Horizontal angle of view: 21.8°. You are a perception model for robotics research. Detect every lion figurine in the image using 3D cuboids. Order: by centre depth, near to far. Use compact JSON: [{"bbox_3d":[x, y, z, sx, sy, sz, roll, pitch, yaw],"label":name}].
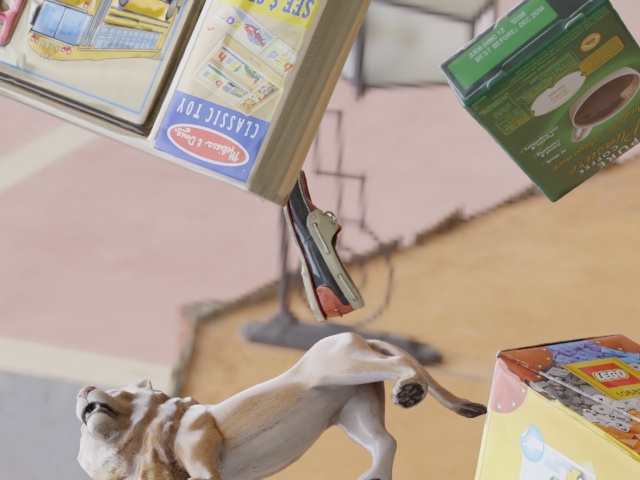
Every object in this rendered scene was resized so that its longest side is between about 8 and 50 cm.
[{"bbox_3d":[-0.048,0.178,1.627,0.240,0.392,0.142,-112,5,-64],"label":"lion figurine"}]

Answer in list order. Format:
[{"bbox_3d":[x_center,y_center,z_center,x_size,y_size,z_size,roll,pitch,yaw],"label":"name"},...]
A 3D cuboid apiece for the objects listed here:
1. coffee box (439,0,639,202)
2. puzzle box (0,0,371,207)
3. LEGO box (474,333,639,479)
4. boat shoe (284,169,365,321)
[{"bbox_3d":[0.160,-0.098,1.088,0.184,0.113,0.040,34,-158,-57],"label":"coffee box"},{"bbox_3d":[-0.142,-0.211,1.211,0.052,0.409,0.272,23,-92,-58],"label":"puzzle box"},{"bbox_3d":[0.329,0.408,1.794,0.193,0.372,0.500,-5,-67,-32],"label":"LEGO box"},{"bbox_3d":[0.000,0.000,1.415,0.049,0.043,0.137,25,-132,-73],"label":"boat shoe"}]
